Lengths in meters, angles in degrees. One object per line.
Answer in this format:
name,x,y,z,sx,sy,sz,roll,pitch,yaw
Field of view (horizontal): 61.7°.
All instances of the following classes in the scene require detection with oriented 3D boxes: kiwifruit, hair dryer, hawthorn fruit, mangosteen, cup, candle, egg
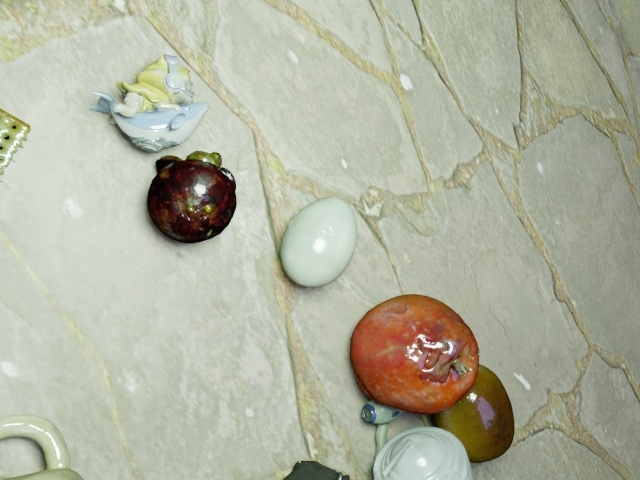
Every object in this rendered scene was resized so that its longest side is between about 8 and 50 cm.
kiwifruit,0.366,0.411,1.301,0.196,0.196,0.233,-10,86,-30
hair dryer,0.174,0.450,1.272,0.167,0.068,0.199,-16,106,-35
hawthorn fruit,0.226,0.251,1.158,0.276,0.307,0.275,2,85,-27
mangosteen,-0.244,-0.084,1.005,0.173,0.184,0.172,-22,143,-18
cup,-0.488,0.429,0.853,0.202,0.255,0.173,0,130,-29
candle,0.242,0.549,1.178,0.221,0.221,0.342,-32,116,-27
egg,0.000,0.000,1.131,0.151,0.151,0.209,34,68,-24

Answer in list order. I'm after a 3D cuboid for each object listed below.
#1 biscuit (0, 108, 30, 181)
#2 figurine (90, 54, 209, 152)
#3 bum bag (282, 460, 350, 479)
biscuit,-0.595,-0.128,0.876,0.139,0.016,0.231,32,72,-23
figurine,-0.310,-0.253,0.984,0.209,0.128,0.183,2,84,-25
bum bag,-0.081,0.566,1.081,0.327,0.142,0.079,-30,137,-23
